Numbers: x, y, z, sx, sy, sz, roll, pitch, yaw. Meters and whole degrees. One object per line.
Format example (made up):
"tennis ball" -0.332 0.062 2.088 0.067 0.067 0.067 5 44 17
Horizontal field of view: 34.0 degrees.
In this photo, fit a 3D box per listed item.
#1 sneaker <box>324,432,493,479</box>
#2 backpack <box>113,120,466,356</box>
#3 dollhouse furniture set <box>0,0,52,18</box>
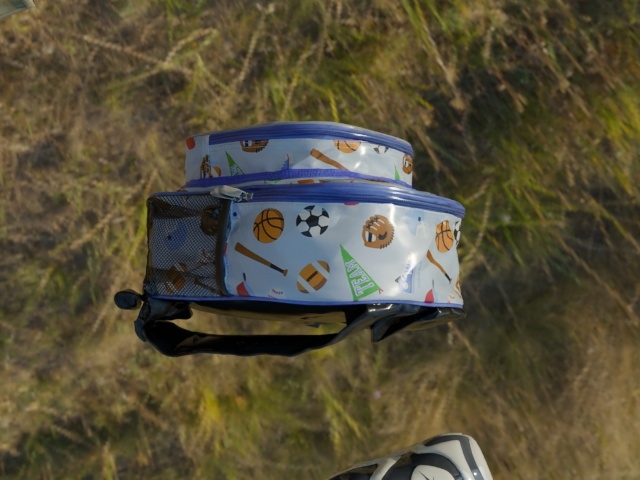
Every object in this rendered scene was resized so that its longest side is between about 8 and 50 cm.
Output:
"sneaker" 0.015 0.237 0.849 0.153 0.094 0.235 -7 163 -46
"backpack" 0.000 0.000 0.958 0.276 0.263 0.213 -2 98 -51
"dollhouse furniture set" -0.269 -0.305 0.960 0.182 0.101 0.161 -19 165 1
